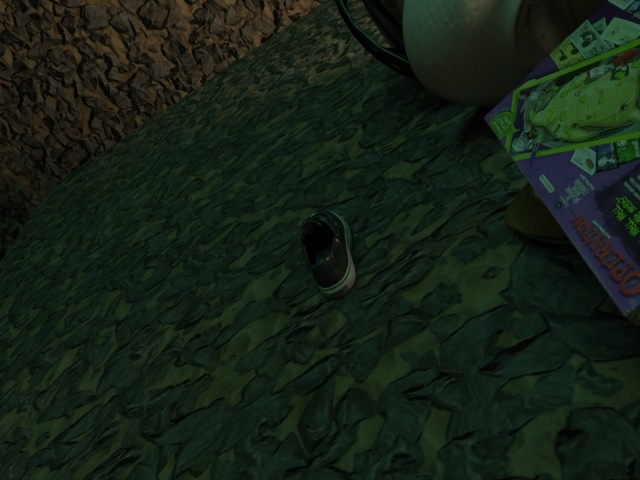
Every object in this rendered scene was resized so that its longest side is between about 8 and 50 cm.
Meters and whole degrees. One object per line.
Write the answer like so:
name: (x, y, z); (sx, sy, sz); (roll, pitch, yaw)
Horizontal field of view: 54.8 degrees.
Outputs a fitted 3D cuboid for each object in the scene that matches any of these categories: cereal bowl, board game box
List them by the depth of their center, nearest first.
board game box: (0.285, -0.100, 0.552); (0.208, 0.056, 0.346); (-41, 29, 22)
cereal bowl: (0.297, -0.359, 0.942); (0.339, 0.339, 0.141); (-41, 47, -8)

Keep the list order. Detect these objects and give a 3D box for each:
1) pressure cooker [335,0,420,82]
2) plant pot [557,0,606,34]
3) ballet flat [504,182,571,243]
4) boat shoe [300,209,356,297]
pressure cooker: (0.235, -0.518, 1.183); (0.420, 0.375, 0.370); (-35, 31, 1)
plant pot: (0.529, -0.411, 0.798); (0.334, 0.333, 0.305); (-47, 41, -19)
ballet flat: (0.321, -0.055, 0.644); (0.116, 0.124, 0.342); (-46, 29, -15)
boat shoe: (0.000, 0.000, 0.973); (0.080, 0.076, 0.228); (-29, 29, 14)
